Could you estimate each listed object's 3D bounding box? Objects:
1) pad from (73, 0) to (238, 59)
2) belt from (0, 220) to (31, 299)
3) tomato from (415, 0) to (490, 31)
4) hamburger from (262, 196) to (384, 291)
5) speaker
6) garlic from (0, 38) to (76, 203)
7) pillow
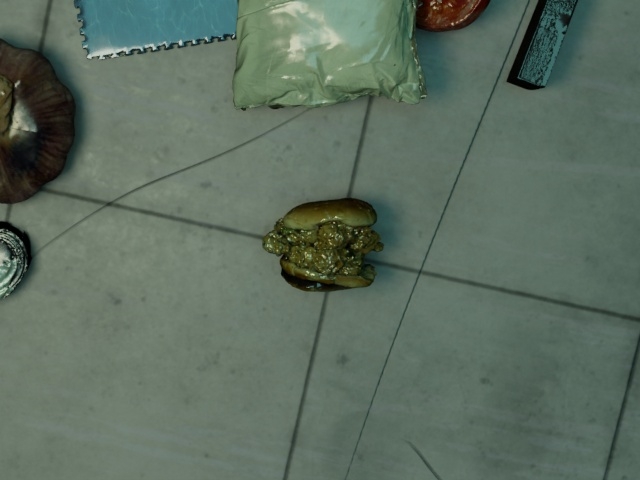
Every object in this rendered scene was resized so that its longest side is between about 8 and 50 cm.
[{"bbox_3d":[-0.242,-0.416,1.546,0.269,0.012,0.270,-11,96,-1],"label":"pad"},{"bbox_3d":[-0.495,0.035,1.558,0.140,0.058,0.105,-39,102,-2],"label":"belt"},{"bbox_3d":[0.189,-0.372,1.533,0.159,0.091,0.139,3,88,28],"label":"tomato"},{"bbox_3d":[0.000,0.000,1.527,0.185,0.159,0.131,-3,100,-22],"label":"hamburger"},{"bbox_3d":[0.343,-0.333,1.547,0.044,0.082,0.218,21,93,-4],"label":"speaker"},{"bbox_3d":[-0.469,-0.169,1.487,0.245,0.160,0.245,-2,104,-7],"label":"garlic"},{"bbox_3d":[0.014,-0.341,1.493,0.283,0.138,0.310,1,95,7],"label":"pillow"}]
